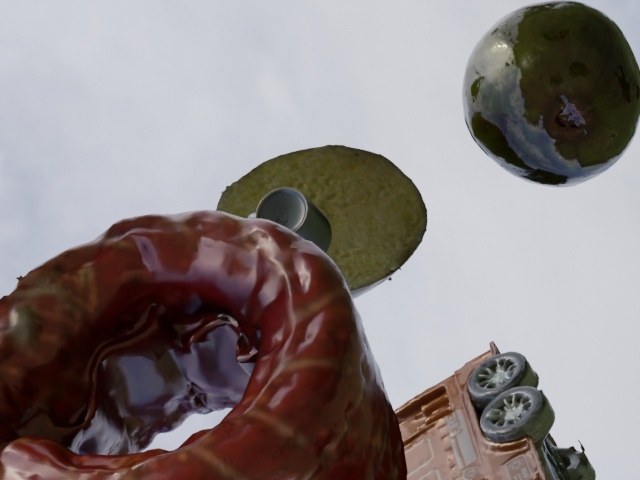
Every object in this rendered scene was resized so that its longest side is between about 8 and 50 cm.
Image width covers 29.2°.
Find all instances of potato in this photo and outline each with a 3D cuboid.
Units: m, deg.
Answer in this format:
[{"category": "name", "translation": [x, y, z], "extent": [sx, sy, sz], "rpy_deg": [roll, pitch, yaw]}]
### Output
[{"category": "potato", "translation": [0.000, 0.000, 1.635], "extent": [0.299, 0.116, 0.239], "rpy_deg": [-28, -122, -30]}]

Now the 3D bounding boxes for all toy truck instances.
[{"category": "toy truck", "translation": [0.166, 0.279, 1.152], "extent": [0.173, 0.207, 0.387], "rpy_deg": [57, -170, -22]}]

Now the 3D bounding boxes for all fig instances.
[{"category": "fig", "translation": [0.153, -0.112, 0.879], "extent": [0.124, 0.124, 0.236], "rpy_deg": [53, -174, -12]}]

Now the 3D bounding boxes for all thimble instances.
[{"category": "thimble", "translation": [-0.111, 0.154, 1.035], "extent": [0.350, 0.350, 0.230], "rpy_deg": [-74, -26, -43]}]

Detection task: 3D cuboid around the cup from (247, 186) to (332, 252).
[{"category": "cup", "translation": [-0.045, -0.019, 1.474], "extent": [0.077, 0.100, 0.078], "rpy_deg": [52, -134, -60]}]
